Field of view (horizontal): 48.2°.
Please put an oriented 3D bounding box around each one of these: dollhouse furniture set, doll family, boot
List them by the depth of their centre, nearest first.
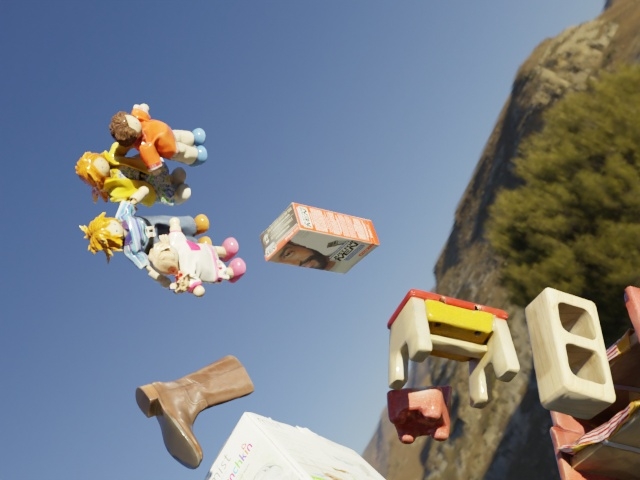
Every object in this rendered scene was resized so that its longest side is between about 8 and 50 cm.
[{"bbox_3d":[-0.100,0.156,0.674,0.114,0.106,0.037,-10,-49,-41],"label":"boot"},{"bbox_3d":[0.233,0.145,0.764,0.201,0.374,0.152,115,165,-46],"label":"dollhouse furniture set"},{"bbox_3d":[-0.208,-0.033,0.857,0.118,0.263,0.163,-31,-21,29],"label":"doll family"}]

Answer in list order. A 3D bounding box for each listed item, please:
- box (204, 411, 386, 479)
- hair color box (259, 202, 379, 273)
[{"bbox_3d":[0.006,0.381,1.031,0.262,0.231,0.126,32,-92,-40],"label":"box"},{"bbox_3d":[0.000,0.000,1.128,0.167,0.053,0.093,12,-41,-39],"label":"hair color box"}]
